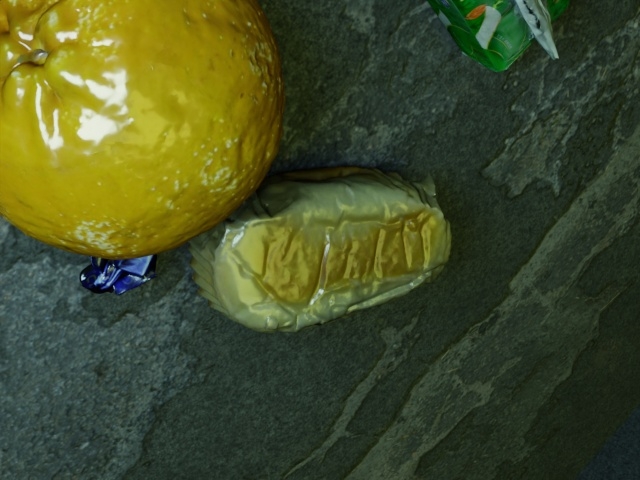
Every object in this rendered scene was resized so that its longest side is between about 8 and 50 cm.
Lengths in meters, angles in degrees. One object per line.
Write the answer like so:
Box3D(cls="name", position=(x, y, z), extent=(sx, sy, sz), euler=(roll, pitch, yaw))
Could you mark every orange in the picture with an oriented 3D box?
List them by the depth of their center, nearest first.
Box3D(cls="orange", position=(-0.207, -0.150, 0.904), extent=(0.340, 0.340, 0.293), euler=(-48, 162, 4))

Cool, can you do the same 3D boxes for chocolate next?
Box3D(cls="chocolate", position=(-0.204, -0.084, 1.137), extent=(0.148, 0.126, 0.343), euler=(35, 103, -7))

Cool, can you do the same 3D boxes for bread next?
Box3D(cls="bread", position=(-0.002, 0.013, 1.328), extent=(0.389, 0.183, 0.236), euler=(-3, 108, -28))

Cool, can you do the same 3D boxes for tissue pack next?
Box3D(cls="tissue pack", position=(0.240, -0.339, 1.232), extent=(0.148, 0.156, 0.209), euler=(-47, 136, 0))
